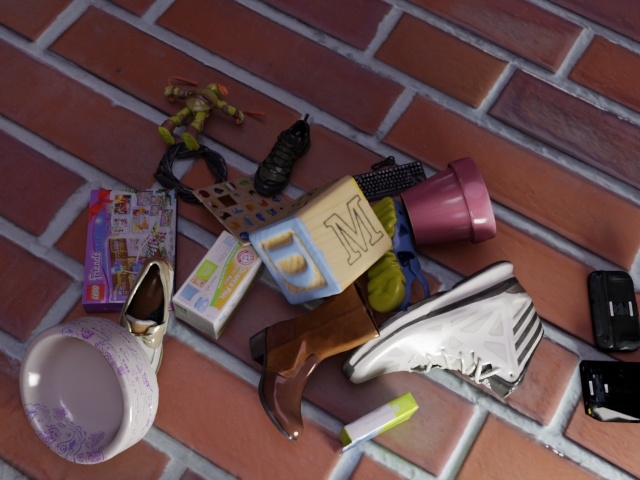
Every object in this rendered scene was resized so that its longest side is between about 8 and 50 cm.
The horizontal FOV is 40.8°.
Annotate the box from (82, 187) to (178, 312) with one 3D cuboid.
[{"bbox_3d":[-0.430,0.019,1.971,0.201,0.057,0.293,0,64,-5],"label":"box"}]

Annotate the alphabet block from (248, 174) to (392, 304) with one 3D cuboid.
[{"bbox_3d":[0.000,0.000,1.874,0.197,0.192,0.193,-39,103,-37],"label":"alphabet block"}]

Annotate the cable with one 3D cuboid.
[{"bbox_3d":[-0.301,-0.165,2.084,0.185,0.047,0.150,26,60,15],"label":"cable"}]

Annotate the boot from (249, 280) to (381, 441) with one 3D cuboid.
[{"bbox_3d":[0.006,0.253,1.799,0.281,0.096,0.264,-27,50,15],"label":"boot"}]

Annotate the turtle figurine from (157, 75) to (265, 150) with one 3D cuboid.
[{"bbox_3d":[-0.287,-0.320,2.118,0.270,0.087,0.217,24,55,6],"label":"turtle figurine"}]

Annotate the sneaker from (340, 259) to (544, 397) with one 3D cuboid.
[{"bbox_3d":[0.283,0.246,1.837,0.448,0.169,0.257,-27,74,-10],"label":"sneaker"}]

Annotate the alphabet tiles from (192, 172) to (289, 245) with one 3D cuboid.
[{"bbox_3d":[-0.150,-0.064,1.993,0.198,0.009,0.237,-20,55,-42],"label":"alphabet tiles"}]

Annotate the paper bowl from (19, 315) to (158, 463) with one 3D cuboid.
[{"bbox_3d":[-0.453,0.292,1.738,0.284,0.284,0.148,40,24,16],"label":"paper bowl"}]

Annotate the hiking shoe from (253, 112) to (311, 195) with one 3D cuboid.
[{"bbox_3d":[-0.093,-0.209,2.065,0.086,0.114,0.226,23,57,10],"label":"hiking shoe"}]

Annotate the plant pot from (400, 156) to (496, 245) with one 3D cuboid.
[{"bbox_3d":[0.288,-0.075,1.991,0.180,0.201,0.201,-16,65,2],"label":"plant pot"}]

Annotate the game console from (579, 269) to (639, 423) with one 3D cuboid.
[{"bbox_3d":[0.685,0.232,1.936,0.213,0.044,0.361,3,64,-3],"label":"game console"}]

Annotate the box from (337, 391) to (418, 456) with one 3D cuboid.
[{"bbox_3d":[0.110,0.382,1.789,0.178,0.109,0.042,-25,71,-15],"label":"box"}]

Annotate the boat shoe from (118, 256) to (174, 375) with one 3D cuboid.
[{"bbox_3d":[-0.382,0.181,1.828,0.113,0.103,0.302,9,83,-3],"label":"boat shoe"}]

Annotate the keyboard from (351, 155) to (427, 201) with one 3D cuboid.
[{"bbox_3d":[0.166,-0.158,2.114,0.180,0.023,0.108,-13,65,-11],"label":"keyboard"}]

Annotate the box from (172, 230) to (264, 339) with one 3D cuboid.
[{"bbox_3d":[-0.222,0.098,1.917,0.114,0.103,0.203,29,65,11],"label":"box"}]

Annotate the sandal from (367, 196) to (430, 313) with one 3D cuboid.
[{"bbox_3d":[0.172,0.043,1.976,0.138,0.126,0.317,23,49,-33],"label":"sandal"}]
